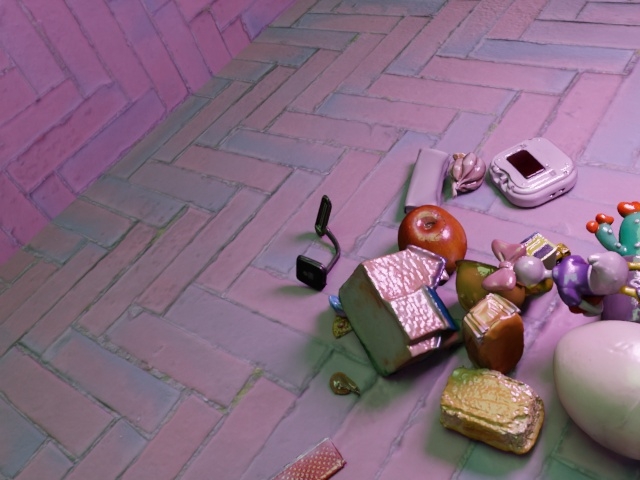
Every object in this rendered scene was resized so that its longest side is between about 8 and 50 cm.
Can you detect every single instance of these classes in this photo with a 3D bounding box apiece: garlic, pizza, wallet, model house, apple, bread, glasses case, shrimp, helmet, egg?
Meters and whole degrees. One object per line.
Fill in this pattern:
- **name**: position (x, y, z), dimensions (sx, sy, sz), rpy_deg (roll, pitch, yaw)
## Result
- **garlic**: position (0.486, -0.217, 2.091), dimensions (0.127, 0.131, 0.194), rpy_deg (5, 41, 32)
- **pizza**: position (0.072, 0.255, 1.887), dimensions (0.078, 0.025, 0.083), rpy_deg (-14, 42, 15)
- **wallet**: position (-0.034, 0.596, 1.597), dimensions (0.196, 0.020, 0.103), rpy_deg (-34, 42, -11)
- **model house**: position (0.258, 0.188, 1.748), dimensions (0.280, 0.245, 0.312), rpy_deg (-15, 64, -30)
- **apple**: position (0.344, -0.005, 1.915), dimensions (0.210, 0.173, 0.235), rpy_deg (-39, 45, -15)
- **bread**: position (0.414, 0.407, 1.508), dimensions (0.245, 0.121, 0.174), rpy_deg (13, 63, 29)
- **bread**: position (0.440, 0.249, 1.562), dimensions (0.136, 0.241, 0.107), rpy_deg (-35, 48, -11)
- **glasses case**: position (0.376, -0.200, 2.166), dimensions (0.128, 0.083, 0.308), rpy_deg (5, 49, 21)
- **shrimp**: position (0.066, 0.412, 1.737), dimensions (0.059, 0.023, 0.108), rpy_deg (-46, 46, -9)
- **helmet**: position (0.462, 0.155, 1.686), dimensions (0.205, 0.257, 0.140), rpy_deg (3, 68, 60)
- **egg**: position (0.674, 0.319, 1.365), dimensions (0.283, 0.283, 0.345), rpy_deg (-35, 32, -11)

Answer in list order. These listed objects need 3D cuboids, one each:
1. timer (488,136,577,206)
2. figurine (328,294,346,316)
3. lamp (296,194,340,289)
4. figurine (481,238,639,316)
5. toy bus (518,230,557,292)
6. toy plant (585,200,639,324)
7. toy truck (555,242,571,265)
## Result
- **timer**: position (0.699, -0.232, 2.044), dimensions (0.237, 0.087, 0.262), rpy_deg (-25, 42, 0)
- **figurine**: position (0.072, 0.191, 1.912), dimensions (0.114, 0.079, 0.114), rpy_deg (5, 20, -2)
- **lamp**: position (0.007, 0.000, 2.056), dimensions (0.124, 0.203, 0.283), rpy_deg (12, 47, 9)
- **figurine**: position (0.611, 0.092, 1.472), dimensions (0.421, 0.193, 0.154), rpy_deg (2, 61, 38)
- **toy bus**: position (0.601, 0.069, 1.727), dimensions (0.088, 0.175, 0.101), rpy_deg (-35, 50, -12)
- **toy plant**: position (0.835, 0.073, 1.594), dimensions (0.279, 0.185, 0.400), rpy_deg (2, 56, 32)
- **toy truck**: position (0.685, 0.046, 1.795), dimensions (0.083, 0.054, 0.049), rpy_deg (-31, 42, -8)
